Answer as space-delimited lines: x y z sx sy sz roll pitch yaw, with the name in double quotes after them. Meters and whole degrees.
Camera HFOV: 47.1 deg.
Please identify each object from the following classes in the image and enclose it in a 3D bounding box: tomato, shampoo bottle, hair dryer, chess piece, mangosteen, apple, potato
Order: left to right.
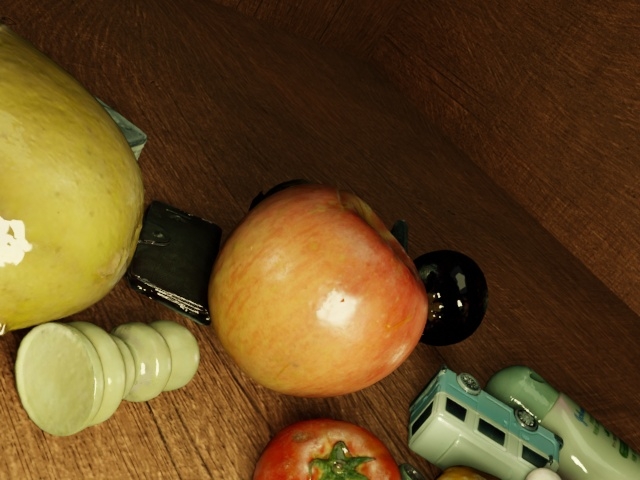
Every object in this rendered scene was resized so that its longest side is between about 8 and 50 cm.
-0.397 -0.031 0.938 0.319 0.385 0.442 36 13 -22 "potato"
-0.269 0.167 1.011 0.144 0.144 0.251 44 21 21 "chess piece"
-0.012 0.090 1.231 0.364 0.363 0.364 28 25 -14 "apple"
0.017 0.331 1.020 0.225 0.085 0.225 8 35 -5 "tomato"
0.135 0.390 1.167 0.057 0.100 0.198 42 10 16 "hair dryer"
0.276 0.128 1.659 0.243 0.243 0.243 28 25 -14 "mangosteen"
0.485 0.399 1.499 0.350 0.151 0.222 39 20 13 "shampoo bottle"

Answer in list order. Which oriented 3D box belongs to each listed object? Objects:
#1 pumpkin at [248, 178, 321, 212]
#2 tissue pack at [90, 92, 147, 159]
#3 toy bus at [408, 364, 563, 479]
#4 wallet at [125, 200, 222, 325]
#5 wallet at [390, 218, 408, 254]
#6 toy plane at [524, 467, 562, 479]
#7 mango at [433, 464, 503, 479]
0.000 0.000 1.556 0.321 0.192 0.320 30 15 -9 "pumpkin"
-0.497 -0.211 1.476 0.185 0.081 0.257 37 25 6 "tissue pack"
0.298 0.373 1.337 0.271 0.133 0.164 31 29 0 "toy bus"
-0.267 0.025 1.373 0.173 0.045 0.318 28 23 -17 "wallet"
0.145 0.103 1.566 0.046 0.190 0.379 18 23 -1 "wallet"
0.383 0.462 1.234 0.174 0.174 0.080 32 18 -4 "toy plane"
0.282 0.470 1.124 0.316 0.146 0.192 40 26 -13 "mango"
